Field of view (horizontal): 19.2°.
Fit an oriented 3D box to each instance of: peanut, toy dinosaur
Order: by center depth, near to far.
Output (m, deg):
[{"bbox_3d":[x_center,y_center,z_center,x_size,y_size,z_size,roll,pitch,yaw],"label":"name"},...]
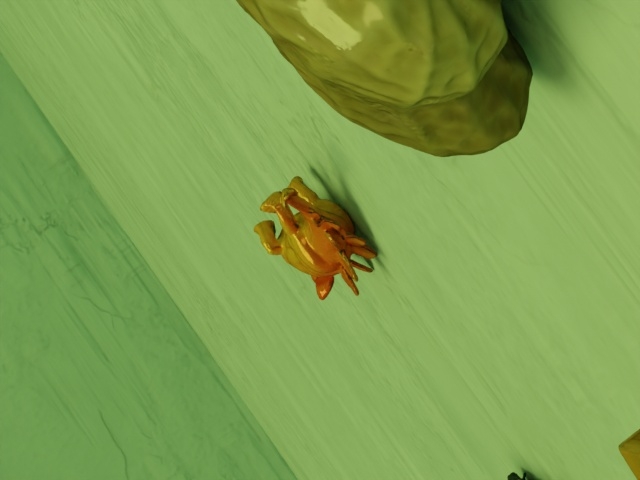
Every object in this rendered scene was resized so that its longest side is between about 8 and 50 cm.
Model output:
[{"bbox_3d":[0.026,-0.128,1.006,0.197,0.110,0.233,42,178,24],"label":"peanut"},{"bbox_3d":[0.000,0.000,1.692,0.117,0.070,0.288,45,172,1],"label":"toy dinosaur"}]

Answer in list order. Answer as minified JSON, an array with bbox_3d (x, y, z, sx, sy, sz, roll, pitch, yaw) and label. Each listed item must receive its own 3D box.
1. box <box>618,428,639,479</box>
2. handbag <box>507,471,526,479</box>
[{"bbox_3d":[0.274,0.168,0.979,0.174,0.076,0.274,56,169,-6],"label":"box"},{"bbox_3d":[0.239,0.332,1.593,0.247,0.079,0.260,60,169,-14],"label":"handbag"}]
